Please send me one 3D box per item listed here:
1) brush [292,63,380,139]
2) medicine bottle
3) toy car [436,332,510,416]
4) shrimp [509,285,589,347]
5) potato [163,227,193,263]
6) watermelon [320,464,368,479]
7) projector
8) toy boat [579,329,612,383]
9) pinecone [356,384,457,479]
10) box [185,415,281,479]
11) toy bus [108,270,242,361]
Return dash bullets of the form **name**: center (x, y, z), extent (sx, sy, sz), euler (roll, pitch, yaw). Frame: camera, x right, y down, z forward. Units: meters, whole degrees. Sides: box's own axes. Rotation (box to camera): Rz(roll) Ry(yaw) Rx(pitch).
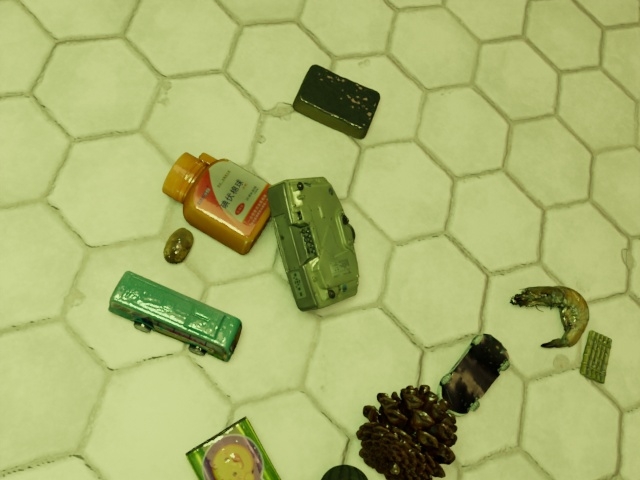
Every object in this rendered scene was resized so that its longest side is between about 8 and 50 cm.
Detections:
- **brush**: center (0.042, -0.339, 1.404), extent (0.197, 0.059, 0.123), euler (23, 69, -5)
- **medicine bottle**: center (-0.214, -0.088, 1.227), extent (0.222, 0.112, 0.149), euler (30, 65, -2)
- **toy car**: center (0.331, 0.293, 1.261), extent (0.095, 0.056, 0.205), euler (44, 71, 3)
- **shrimp**: center (0.542, 0.178, 1.358), extent (0.218, 0.051, 0.150), euler (6, 77, -16)
- **potato**: center (-0.298, 0.011, 1.212), extent (0.051, 0.040, 0.083), euler (25, 69, -10)
- **watermelon**: center (0.046, 0.495, 1.091), extent (0.105, 0.105, 0.133), euler (7, 50, -11)
- **projector**: center (0.000, 0.000, 1.216), extent (0.194, 0.088, 0.269), euler (-13, 87, -52)
- **toy boat**: center (0.654, 0.276, 1.367), extent (0.063, 0.016, 0.115), euler (25, 68, -4)
- **pinecone**: center (0.177, 0.376, 1.133), extent (0.208, 0.207, 0.207), euler (4, 71, -12)
- **box**: center (-0.108, 0.509, 1.057), extent (0.134, 0.097, 0.345), euler (-28, 80, -19)
- **toy bus**: center (-0.282, 0.151, 1.136), extent (0.262, 0.109, 0.091), euler (23, 62, -6)
